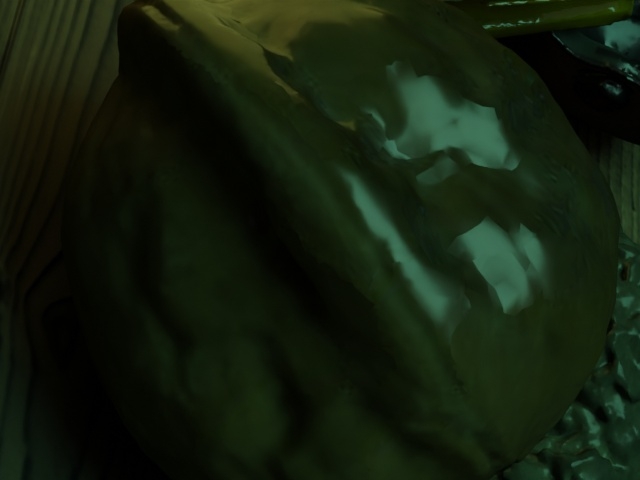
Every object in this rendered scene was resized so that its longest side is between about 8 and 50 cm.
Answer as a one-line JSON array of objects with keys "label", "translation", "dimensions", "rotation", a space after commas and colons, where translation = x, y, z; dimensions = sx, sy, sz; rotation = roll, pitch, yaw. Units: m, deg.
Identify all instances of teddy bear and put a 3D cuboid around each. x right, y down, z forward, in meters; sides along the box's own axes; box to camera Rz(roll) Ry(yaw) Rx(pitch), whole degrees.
[{"label": "teddy bear", "translation": [0.189, 0.162, 1.441], "dimensions": [0.357, 0.224, 0.367], "rotation": [50, 57, -22]}]

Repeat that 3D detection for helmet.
[{"label": "helmet", "translation": [0.298, -0.218, 1.714], "dimensions": [0.338, 0.197, 0.271], "rotation": [17, 67, -15]}]

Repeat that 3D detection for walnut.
[{"label": "walnut", "translation": [0.014, 0.007, 1.181], "dimensions": [0.384, 0.384, 0.383], "rotation": [24, 55, -39]}]

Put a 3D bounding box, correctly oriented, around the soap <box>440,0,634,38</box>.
[{"label": "soap", "translation": [0.119, -0.275, 1.509], "dimensions": [0.325, 0.096, 0.204], "rotation": [-8, 76, -18]}]
